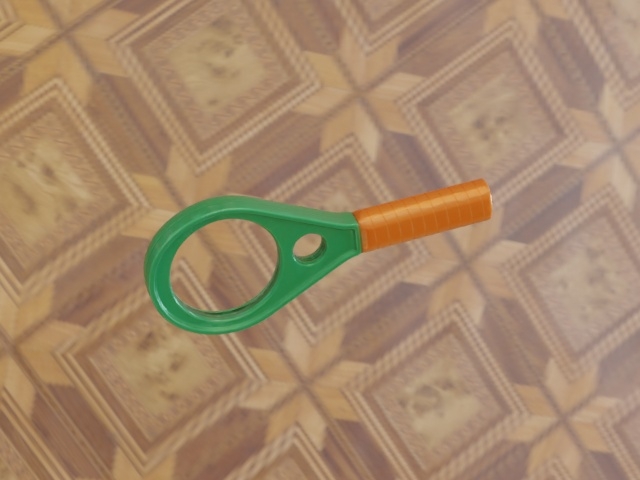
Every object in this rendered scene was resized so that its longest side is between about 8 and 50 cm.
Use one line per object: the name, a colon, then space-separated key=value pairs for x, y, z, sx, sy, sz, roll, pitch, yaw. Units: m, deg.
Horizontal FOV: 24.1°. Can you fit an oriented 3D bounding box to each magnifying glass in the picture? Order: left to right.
magnifying glass: x=0.000 y=0.000 z=0.962 sx=0.231 sy=0.026 sz=0.092 roll=-13 pitch=122 yaw=-11
